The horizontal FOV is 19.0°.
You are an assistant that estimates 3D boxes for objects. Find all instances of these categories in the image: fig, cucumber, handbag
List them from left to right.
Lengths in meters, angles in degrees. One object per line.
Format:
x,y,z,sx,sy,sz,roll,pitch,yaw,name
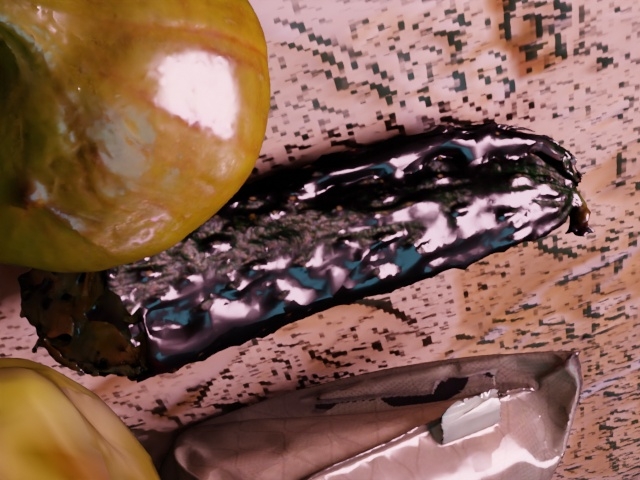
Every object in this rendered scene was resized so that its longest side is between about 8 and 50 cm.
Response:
-0.054,-0.036,0.420,0.084,0.082,0.098,13,167,8,fig
0.000,0.000,0.580,0.181,0.053,0.053,-16,154,-20,cucumber
0.002,0.128,0.766,0.182,0.117,0.270,-21,157,-25,handbag

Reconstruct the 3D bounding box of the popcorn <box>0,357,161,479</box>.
-0.157,0.190,0.535,0.312,0.312,0.312,-19,155,-9,popcorn
